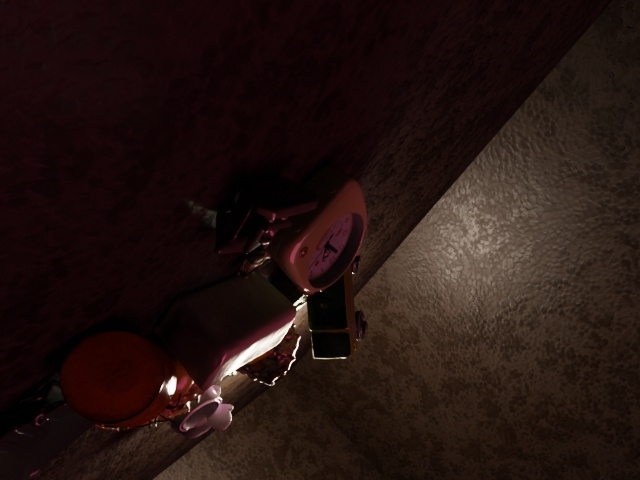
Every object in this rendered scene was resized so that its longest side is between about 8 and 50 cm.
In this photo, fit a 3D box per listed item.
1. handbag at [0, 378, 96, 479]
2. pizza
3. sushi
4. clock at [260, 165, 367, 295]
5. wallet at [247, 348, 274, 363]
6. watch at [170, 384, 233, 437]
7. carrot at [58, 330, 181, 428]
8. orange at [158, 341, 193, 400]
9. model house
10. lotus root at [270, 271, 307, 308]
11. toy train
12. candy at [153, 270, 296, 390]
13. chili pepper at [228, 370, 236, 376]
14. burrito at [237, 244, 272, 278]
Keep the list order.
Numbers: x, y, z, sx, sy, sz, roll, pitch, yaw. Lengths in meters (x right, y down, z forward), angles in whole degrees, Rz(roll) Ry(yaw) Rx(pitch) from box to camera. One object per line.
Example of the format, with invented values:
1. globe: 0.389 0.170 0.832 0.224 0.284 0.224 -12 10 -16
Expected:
1. handbag: -0.617 0.416 1.199 0.248 0.079 0.260 -38 162 -12
2. pizza: -0.462 0.483 1.704 0.435 0.080 0.391 -20 158 -23
3. sushi: -0.204 0.369 1.990 0.270 0.237 0.170 -46 -172 42
4. clock: 0.000 0.000 1.465 0.286 0.117 0.348 -49 151 -17
5. wallet: -0.280 0.349 1.785 0.241 0.067 0.141 14 145 -40
6. watch: -0.464 0.646 2.168 0.249 0.211 0.217 -26 150 -31
7. carrot: -0.412 0.307 1.216 0.215 0.193 0.331 0 159 -9
8. orange: -0.385 0.327 1.423 0.159 0.136 0.159 -55 -172 11
9. model house: -0.125 -0.045 1.163 0.188 0.122 0.229 -48 169 26
10. lotus root: -0.100 0.178 1.934 0.138 0.119 0.235 -43 168 -8
11. toy train: 0.046 0.191 1.871 0.179 0.441 0.272 -4 -179 15
12. candy: -0.234 0.216 1.449 0.145 0.208 0.359 -52 164 26
13. chili pepper: -0.363 0.549 2.440 0.182 0.050 0.073 -31 155 -52
14. burrito: -0.108 -0.006 1.475 0.288 0.054 0.104 -40 166 -18
